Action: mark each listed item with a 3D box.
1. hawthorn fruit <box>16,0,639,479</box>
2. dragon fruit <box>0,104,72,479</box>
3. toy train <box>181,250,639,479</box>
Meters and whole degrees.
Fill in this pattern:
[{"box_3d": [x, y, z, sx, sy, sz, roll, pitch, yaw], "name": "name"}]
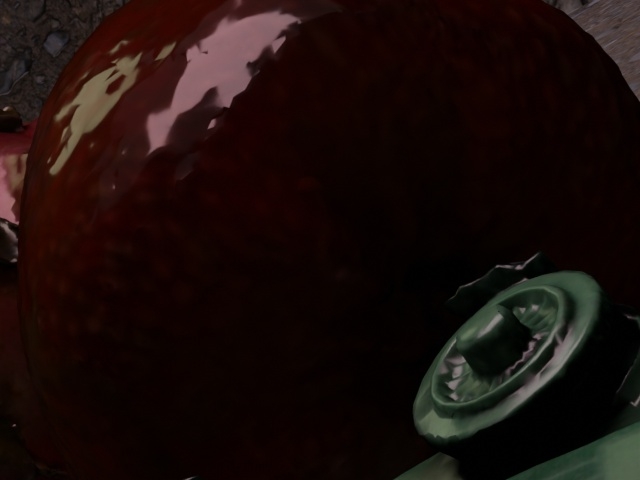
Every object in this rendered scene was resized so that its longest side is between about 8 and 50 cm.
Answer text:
[{"box_3d": [0.000, 0.000, 0.763, 0.275, 0.275, 0.299, -30, 38, 0], "name": "hawthorn fruit"}, {"box_3d": [-0.130, 0.042, 0.962, 0.263, 0.314, 0.296, -25, 7, 1], "name": "dragon fruit"}, {"box_3d": [0.021, 0.107, 0.476, 0.269, 0.115, 0.154, -27, 23, 20], "name": "toy train"}]
